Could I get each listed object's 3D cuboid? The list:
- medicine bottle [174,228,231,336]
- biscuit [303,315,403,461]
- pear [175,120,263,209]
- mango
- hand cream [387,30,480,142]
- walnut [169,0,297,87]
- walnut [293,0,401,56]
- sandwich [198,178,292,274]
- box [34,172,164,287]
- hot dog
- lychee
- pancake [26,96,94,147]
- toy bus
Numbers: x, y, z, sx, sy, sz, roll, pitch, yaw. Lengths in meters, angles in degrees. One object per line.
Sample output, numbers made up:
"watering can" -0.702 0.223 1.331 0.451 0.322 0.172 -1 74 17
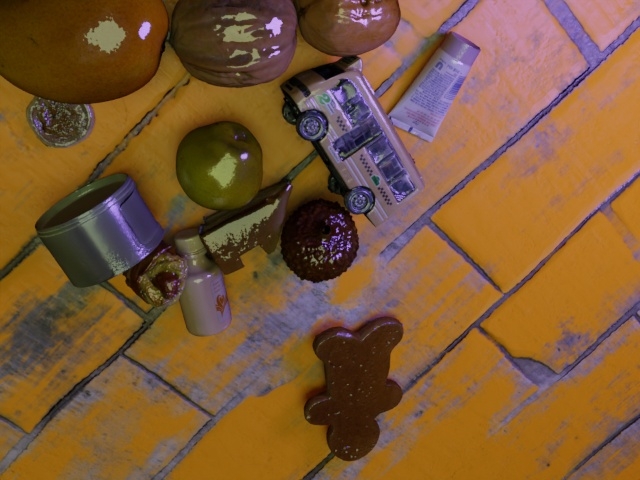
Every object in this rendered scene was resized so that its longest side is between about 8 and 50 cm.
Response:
"medicine bottle" -0.286 0.096 1.626 0.114 0.114 0.252 -12 114 -6
"biscuit" 0.085 0.405 1.853 0.283 0.064 0.431 -9 115 -17
"pear" -0.218 -0.158 1.494 0.198 0.198 0.198 -4 113 -9
"mango" -0.477 -0.397 1.333 0.379 0.221 0.263 -2 110 3
"hand cream" 0.267 -0.348 1.578 0.133 0.083 0.247 24 118 -19
"walnut" -0.173 -0.414 1.385 0.261 0.225 0.224 -9 114 -3
"walnut" 0.058 -0.480 1.415 0.222 0.195 0.195 -11 114 -16
"sandwich" -0.152 -0.041 1.587 0.236 0.122 0.128 -27 117 2
"box" -0.471 -0.025 1.477 0.226 0.226 0.149 -26 115 0
"hot dog" -0.384 0.064 1.549 0.103 0.213 0.146 3 107 -51
"lychee" 0.000 0.000 1.577 0.200 0.238 0.200 3 76 -11
"pancake" -0.556 -0.264 1.473 0.140 0.022 0.139 -4 112 -10
"toy bus" 0.070 -0.224 1.534 0.202 0.177 0.365 -35 118 0
